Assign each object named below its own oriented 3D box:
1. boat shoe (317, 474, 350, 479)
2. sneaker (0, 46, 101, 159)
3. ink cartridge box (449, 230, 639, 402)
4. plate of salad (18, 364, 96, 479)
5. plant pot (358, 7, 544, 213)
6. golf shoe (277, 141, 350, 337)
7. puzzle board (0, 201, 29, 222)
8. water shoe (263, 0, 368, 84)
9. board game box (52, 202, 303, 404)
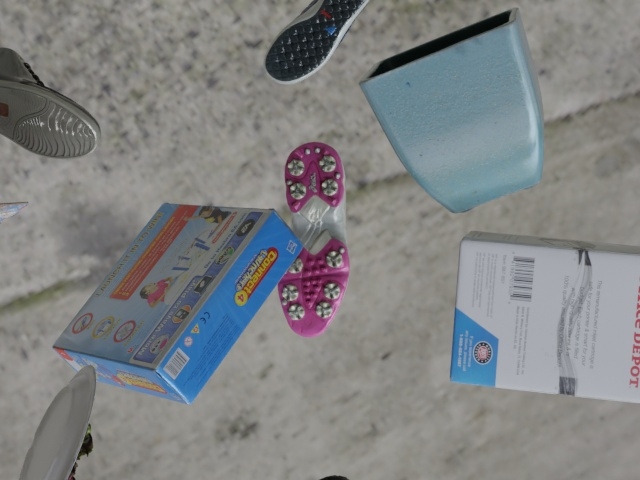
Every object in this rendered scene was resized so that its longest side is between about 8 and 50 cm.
[{"bbox_3d":[-0.043,0.218,1.032,0.084,0.079,0.233,-7,-168,38],"label":"boat shoe"},{"bbox_3d":[-0.346,-0.174,1.704,0.118,0.222,0.083,-55,164,-56],"label":"sneaker"},{"bbox_3d":[0.362,0.112,2.167,0.129,0.307,0.223,-27,122,-76],"label":"ink cartridge box"},{"bbox_3d":[-0.279,0.232,1.552,0.048,0.200,0.200,24,119,-18],"label":"plate of salad"},{"bbox_3d":[0.230,-0.189,2.204,0.247,0.252,0.247,-20,-169,13],"label":"plant pot"},{"bbox_3d":[0.000,0.000,2.276,0.140,0.115,0.306,3,92,-81],"label":"golf shoe"},{"bbox_3d":[-0.435,-0.025,1.787,0.096,0.011,0.128,-5,169,-41],"label":"puzzle board"},{"bbox_3d":[0.007,-0.290,1.924,0.203,0.073,0.080,-45,-177,16],"label":"water shoe"},{"bbox_3d":[-0.220,0.086,2.180,0.086,0.302,0.308,49,64,-30],"label":"board game box"}]
